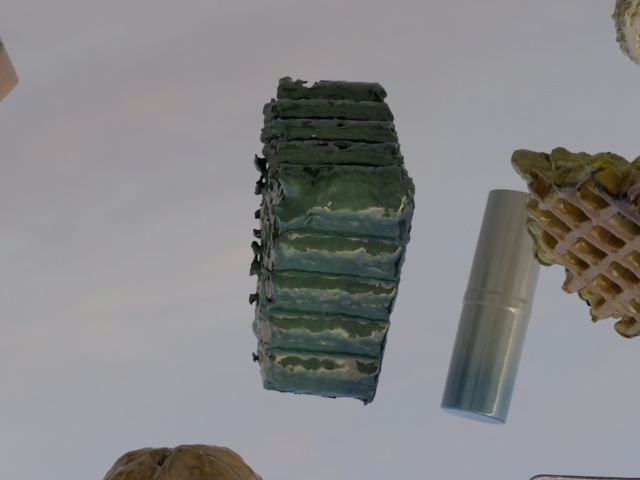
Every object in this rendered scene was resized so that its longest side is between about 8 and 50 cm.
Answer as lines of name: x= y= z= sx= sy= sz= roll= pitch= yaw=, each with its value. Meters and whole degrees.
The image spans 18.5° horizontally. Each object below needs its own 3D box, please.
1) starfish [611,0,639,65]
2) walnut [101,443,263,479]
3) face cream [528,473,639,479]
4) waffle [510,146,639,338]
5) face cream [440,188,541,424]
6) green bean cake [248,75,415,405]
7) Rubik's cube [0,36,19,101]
starfish: x=0.240 y=-0.176 z=0.985 sx=0.238 sy=0.071 sz=0.216 roll=-38 pitch=-129 yaw=14
walnut: x=-0.129 y=0.295 z=1.806 sx=0.198 sy=0.245 sz=0.198 roll=-5 pitch=-151 yaw=3
face cream: x=0.198 y=0.289 z=1.387 sx=0.154 sy=0.273 sz=0.096 roll=4 pitch=-162 yaw=-11
waffle: x=0.279 y=0.006 z=1.703 sx=0.243 sy=0.238 sz=0.058 roll=10 pitch=-124 yaw=38
face cream: x=0.194 y=0.072 z=2.155 sx=0.077 sy=0.250 sz=0.077 roll=13 pitch=169 yaw=3
green bean cake: x=0.000 y=0.000 z=1.497 sx=0.107 sy=0.208 sz=0.193 roll=1 pitch=-150 yaw=-9
Rubik's cube: x=-0.499 y=-0.188 z=1.828 sx=0.291 sy=0.290 sz=0.291 roll=-48 pitch=165 yaw=-12
